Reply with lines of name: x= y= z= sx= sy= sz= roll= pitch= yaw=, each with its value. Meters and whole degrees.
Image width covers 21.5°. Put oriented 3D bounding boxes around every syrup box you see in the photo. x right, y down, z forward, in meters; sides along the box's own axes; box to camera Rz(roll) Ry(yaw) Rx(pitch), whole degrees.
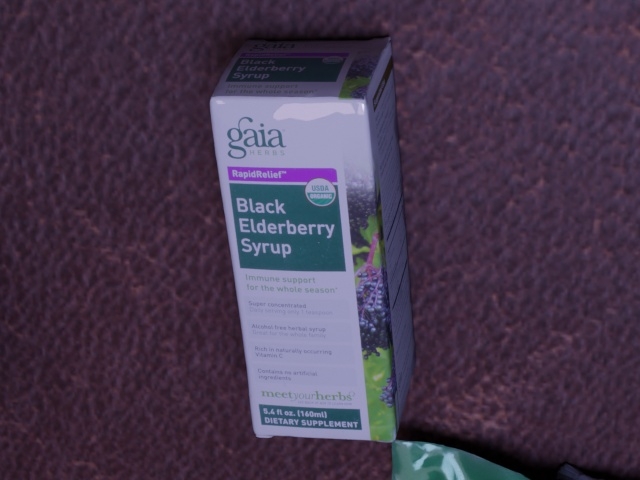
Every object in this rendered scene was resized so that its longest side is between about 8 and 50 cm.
syrup box: x=0.000 y=0.000 z=1.030 sx=0.093 sy=0.096 sz=0.237 roll=1 pitch=120 yaw=13

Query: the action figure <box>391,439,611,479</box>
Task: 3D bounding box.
action figure: x=0.165 y=0.196 z=1.122 sx=0.232 sy=0.063 sz=0.137 roll=4 pitch=118 yaw=15
